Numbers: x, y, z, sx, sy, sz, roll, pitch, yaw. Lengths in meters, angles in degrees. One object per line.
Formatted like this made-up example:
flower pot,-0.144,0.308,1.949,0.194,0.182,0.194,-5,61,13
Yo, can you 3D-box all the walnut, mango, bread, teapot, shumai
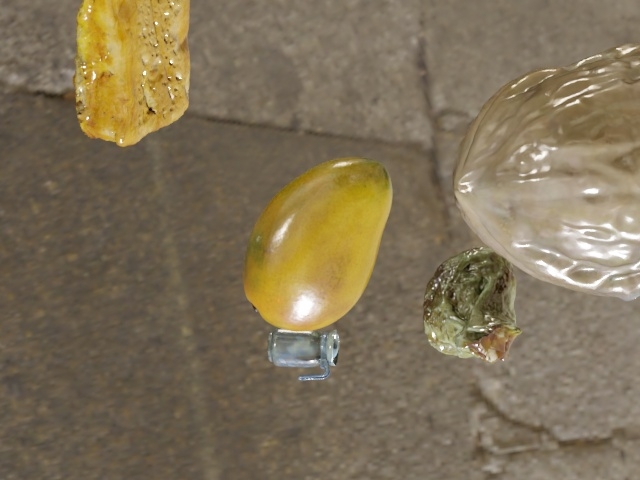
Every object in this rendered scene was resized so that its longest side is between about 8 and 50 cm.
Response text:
walnut,0.191,-0.046,0.959,0.230,0.178,0.178,-7,82,-21
mango,-0.005,0.002,1.221,0.111,0.089,0.163,3,116,-25
bread,-0.190,-0.229,1.406,0.139,0.077,0.271,-36,137,-45
teapot,-0.021,0.130,1.725,0.063,0.083,0.049,-67,156,-62
shumai,0.163,0.074,1.466,0.099,0.087,0.124,-1,112,-23
